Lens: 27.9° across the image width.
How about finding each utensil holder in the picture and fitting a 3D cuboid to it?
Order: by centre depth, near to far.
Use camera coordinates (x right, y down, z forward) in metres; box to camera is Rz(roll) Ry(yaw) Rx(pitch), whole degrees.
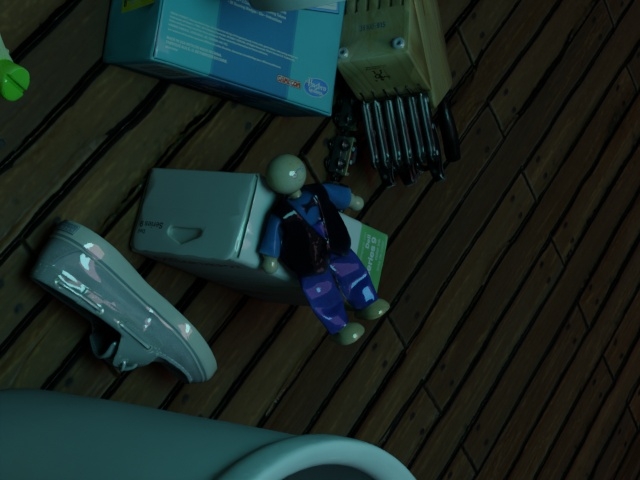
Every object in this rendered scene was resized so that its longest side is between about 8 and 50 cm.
[{"bbox_3d":[-0.147,0.291,1.043,0.328,0.385,0.327,-7,100,-49],"label":"utensil holder"}]

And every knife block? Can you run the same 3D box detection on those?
[{"bbox_3d":[0.099,-0.207,1.494,0.242,0.088,0.275,48,41,-58],"label":"knife block"}]

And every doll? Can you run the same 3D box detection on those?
[{"bbox_3d":[0.000,0.000,1.204,0.129,0.046,0.189,-41,117,-27],"label":"doll"}]

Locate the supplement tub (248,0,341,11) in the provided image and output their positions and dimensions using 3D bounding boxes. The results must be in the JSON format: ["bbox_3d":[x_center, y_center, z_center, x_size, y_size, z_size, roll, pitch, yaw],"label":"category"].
[{"bbox_3d":[-0.016,-0.388,1.126,0.235,0.235,0.324,-38,121,-40],"label":"supplement tub"}]

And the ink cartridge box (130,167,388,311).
[{"bbox_3d":[-0.059,0.002,1.292,0.212,0.154,0.093,21,77,-47],"label":"ink cartridge box"}]

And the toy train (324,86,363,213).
[{"bbox_3d":[0.027,-0.100,1.477,0.036,0.027,0.158,20,78,-50],"label":"toy train"}]

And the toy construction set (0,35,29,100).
[{"bbox_3d":[-0.348,-0.160,0.951,0.328,0.151,0.215,-9,125,-40],"label":"toy construction set"}]

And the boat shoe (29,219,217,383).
[{"bbox_3d":[-0.189,0.078,1.218,0.081,0.079,0.227,-54,126,-19],"label":"boat shoe"}]

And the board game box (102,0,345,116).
[{"bbox_3d":[-0.076,-0.314,1.301,0.254,0.079,0.336,12,84,-48],"label":"board game box"}]
